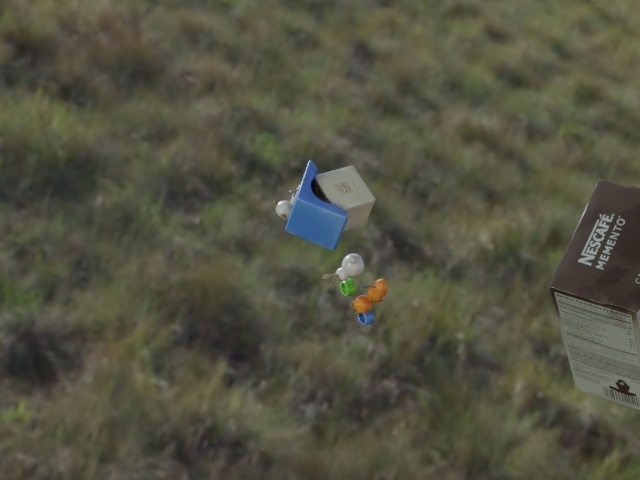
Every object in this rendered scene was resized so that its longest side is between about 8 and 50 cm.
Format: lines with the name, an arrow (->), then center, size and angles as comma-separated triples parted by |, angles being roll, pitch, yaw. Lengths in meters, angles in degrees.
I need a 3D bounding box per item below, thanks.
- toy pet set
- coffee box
toy pet set -> 0.000, 0.000, 1.237 | 0.065, 0.114, 0.122 | -17, 60, -28
coffee box -> 0.328, 0.063, 1.626 | 0.098, 0.141, 0.246 | 18, -24, 25
